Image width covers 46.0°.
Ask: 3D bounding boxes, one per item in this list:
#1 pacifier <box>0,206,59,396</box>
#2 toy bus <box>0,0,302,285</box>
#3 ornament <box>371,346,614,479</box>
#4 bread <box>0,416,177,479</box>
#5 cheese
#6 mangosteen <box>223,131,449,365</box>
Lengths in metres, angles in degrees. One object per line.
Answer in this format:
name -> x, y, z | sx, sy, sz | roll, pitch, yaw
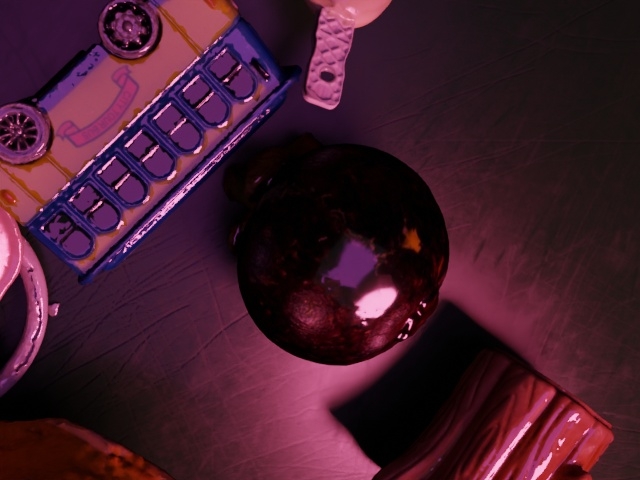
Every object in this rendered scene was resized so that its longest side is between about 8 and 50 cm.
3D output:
pacifier -> -0.392, 0.079, 0.672 | 0.220, 0.273, 0.332 | 14, 98, 0
toy bus -> -0.176, -0.118, 0.720 | 0.287, 0.138, 0.175 | -44, 108, -2
ornament -> 0.205, 0.255, 0.863 | 0.235, 0.221, 0.218 | 37, 87, -27
bread -> -0.260, 0.370, 0.713 | 0.397, 0.215, 0.399 | 2, 96, 17
cheese -> 0.017, -0.233, 0.723 | 0.127, 0.054, 0.252 | 19, 63, -17
mangosteen -> 0.000, 0.000, 0.766 | 0.265, 0.228, 0.228 | 37, 92, 19
